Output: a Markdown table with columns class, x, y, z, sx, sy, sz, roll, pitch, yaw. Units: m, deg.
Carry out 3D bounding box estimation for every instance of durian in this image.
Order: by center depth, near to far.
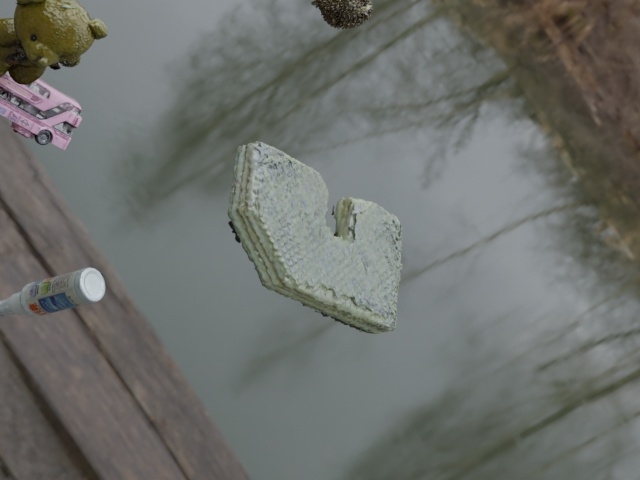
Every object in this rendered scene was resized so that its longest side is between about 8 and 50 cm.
| class | x | y | z | sx | sy | sz | roll | pitch | yaw |
| --- | --- | --- | --- | --- | --- | --- | --- | --- | --- |
| durian | 0.030 | -0.328 | 1.586 | 0.080 | 0.091 | 0.080 | 6 | 83 | -60 |

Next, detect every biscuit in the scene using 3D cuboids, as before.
| class | x | y | z | sx | sy | sz | roll | pitch | yaw |
| --- | --- | --- | --- | --- | --- | --- | --- | --- | --- |
| biscuit | 0.000 | 0.000 | 1.258 | 0.250 | 0.046 | 0.147 | 27 | 60 | -40 |

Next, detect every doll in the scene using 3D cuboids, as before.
| class | x | y | z | sx | sy | sz | roll | pitch | yaw |
| --- | --- | --- | --- | --- | --- | --- | --- | --- | --- |
| doll | -0.381 | -0.255 | 1.549 | 0.137 | 0.209 | 0.097 | 20 | 57 | -29 |

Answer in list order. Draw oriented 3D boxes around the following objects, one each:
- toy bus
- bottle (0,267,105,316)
| class | x | y | z | sx | sy | sz | roll | pitch | yaw |
| --- | --- | --- | --- | --- | --- | --- | --- | --- | --- |
| toy bus | -0.446 | -0.207 | 1.697 | 0.203 | 0.090 | 0.063 | 32 | -2 | -41 |
| bottle | -0.444 | 0.090 | 1.867 | 0.060 | 0.217 | 0.060 | 27 | 57 | -52 |
